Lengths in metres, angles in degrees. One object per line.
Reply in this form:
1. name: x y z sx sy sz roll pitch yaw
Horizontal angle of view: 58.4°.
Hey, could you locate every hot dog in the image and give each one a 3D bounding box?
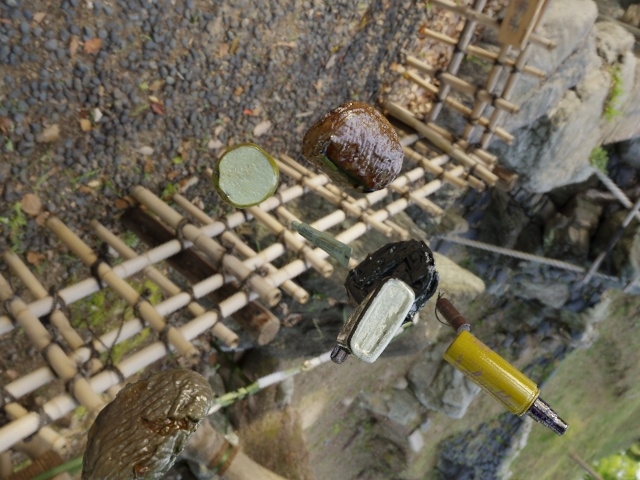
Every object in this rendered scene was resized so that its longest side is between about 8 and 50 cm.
1. hot dog: 0.060 -0.172 1.067 0.160 0.099 0.227 -37 145 15

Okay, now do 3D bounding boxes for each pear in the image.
1. pear: -0.162 -0.139 1.214 0.140 0.104 0.141 -4 103 -17

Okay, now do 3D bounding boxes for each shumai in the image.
1. shumai: -0.384 0.492 1.379 0.346 0.217 0.283 -43 144 -21

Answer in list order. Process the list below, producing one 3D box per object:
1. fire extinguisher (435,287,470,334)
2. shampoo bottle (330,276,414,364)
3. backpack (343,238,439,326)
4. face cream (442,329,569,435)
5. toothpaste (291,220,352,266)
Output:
1. fire extinguisher: 0.358 0.209 1.603 0.045 0.157 0.078 11 115 -27
2. shampoo bottle: 0.077 0.163 1.020 0.153 0.071 0.284 -55 175 -21
3. backpack: 0.173 0.103 1.364 0.258 0.206 0.133 -43 149 26
4. face cream: 0.384 0.298 1.181 0.078 0.273 0.078 -45 161 -20
5. toothpaste: 0.000 0.000 1.781 0.037 0.255 0.067 -9 122 -48
